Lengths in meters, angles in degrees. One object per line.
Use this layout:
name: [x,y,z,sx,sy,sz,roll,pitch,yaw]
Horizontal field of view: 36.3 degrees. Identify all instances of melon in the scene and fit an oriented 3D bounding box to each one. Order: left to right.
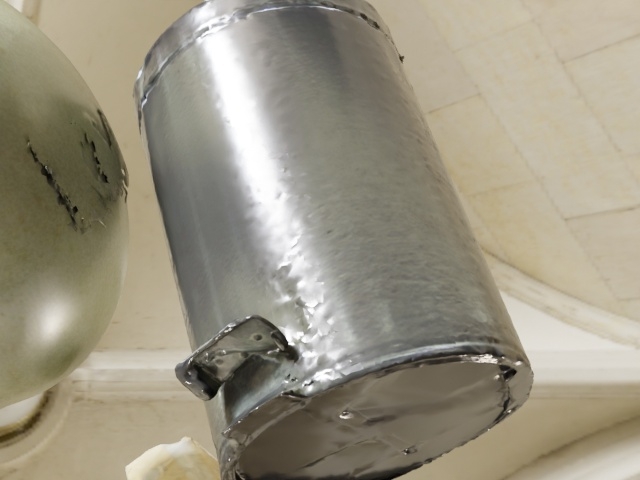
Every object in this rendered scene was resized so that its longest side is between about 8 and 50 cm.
melon: [-0.270,-0.035,0.686,0.268,0.268,0.330,-25,-62,-34]

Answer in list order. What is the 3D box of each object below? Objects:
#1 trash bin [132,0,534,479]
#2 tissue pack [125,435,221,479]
trash bin: [0.000,0.000,0.657,0.252,0.203,0.301,17,-137,-41]
tissue pack: [-0.074,0.285,0.840,0.090,0.222,0.186,-30,-65,-22]
